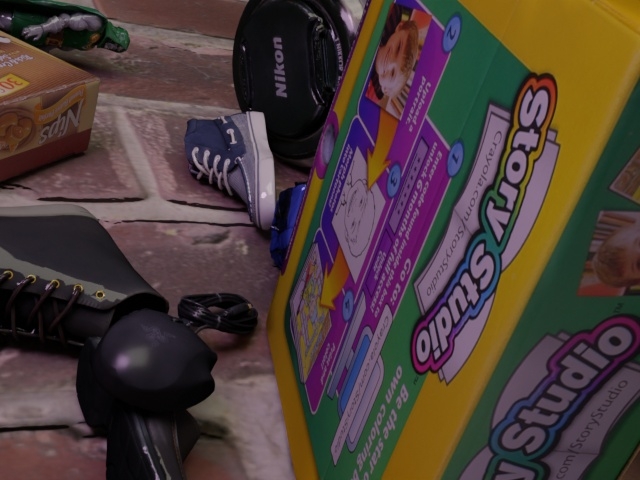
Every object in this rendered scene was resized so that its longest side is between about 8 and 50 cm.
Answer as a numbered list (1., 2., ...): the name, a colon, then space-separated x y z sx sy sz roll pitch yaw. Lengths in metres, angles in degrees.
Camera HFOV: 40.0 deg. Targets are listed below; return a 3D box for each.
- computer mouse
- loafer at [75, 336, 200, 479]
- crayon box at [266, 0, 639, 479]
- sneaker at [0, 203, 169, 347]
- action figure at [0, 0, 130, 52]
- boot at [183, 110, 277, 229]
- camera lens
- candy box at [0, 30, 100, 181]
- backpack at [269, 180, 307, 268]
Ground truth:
1. computer mouse: -0.084 0.059 0.601 0.071 0.041 0.242 27 11 5
2. loafer: -0.101 0.118 0.540 0.061 0.062 0.170 6 32 -32
3. crayon box: 0.077 0.007 0.517 0.106 0.362 0.313 9 30 -18
4. sneaker: -0.211 0.035 0.595 0.118 0.083 0.222 35 32 28
5. action figure: -0.333 -0.245 1.006 0.232 0.063 0.137 1 -10 -26
6. boot: -0.091 -0.068 0.883 0.086 0.069 0.190 -5 33 -6
7. camera lens: 0.052 -0.204 1.027 0.274 0.219 0.219 -12 41 -44
8. candy box: -0.394 -0.161 0.829 0.317 0.087 0.183 26 29 15
9. backpack: 0.000 0.000 0.767 0.098 0.101 0.120 15 -4 -13
